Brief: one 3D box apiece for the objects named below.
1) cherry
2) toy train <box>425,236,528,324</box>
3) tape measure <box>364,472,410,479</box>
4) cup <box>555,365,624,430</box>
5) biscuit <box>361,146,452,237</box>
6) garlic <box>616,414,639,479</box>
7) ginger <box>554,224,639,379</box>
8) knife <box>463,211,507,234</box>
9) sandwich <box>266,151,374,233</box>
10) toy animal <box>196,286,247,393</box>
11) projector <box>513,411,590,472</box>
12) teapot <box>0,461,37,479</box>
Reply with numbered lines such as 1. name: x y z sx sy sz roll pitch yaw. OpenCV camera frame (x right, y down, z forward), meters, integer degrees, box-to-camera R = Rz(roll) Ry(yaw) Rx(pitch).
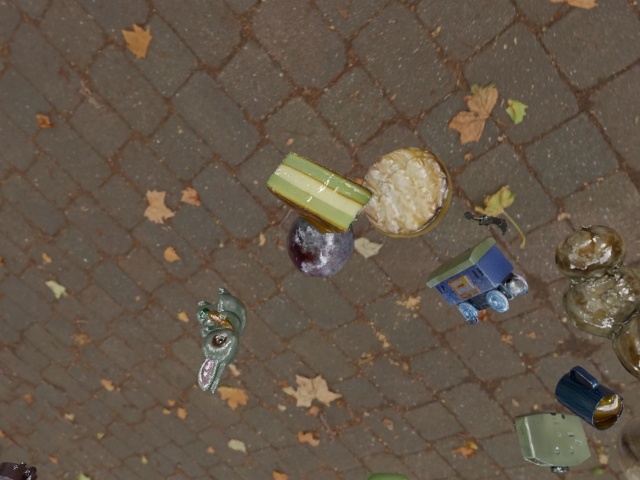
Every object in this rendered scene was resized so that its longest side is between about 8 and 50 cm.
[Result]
1. cherry: 0.002 -0.006 1.307 0.195 0.195 0.195 11 124 16
2. toy train: 0.458 0.121 1.494 0.202 0.131 0.299 50 155 6
3. tape measure: 0.069 0.333 0.517 0.175 0.200 0.106 32 120 28
4. cup: 0.759 0.432 1.444 0.113 0.138 0.150 4 102 -23
5. biscuit: 0.273 -0.149 1.622 0.296 0.102 0.296 -6 76 27
6. garlic: 0.547 0.360 0.841 0.101 0.195 0.087 -30 96 20
7. ginger: 0.610 0.152 1.003 0.176 0.375 0.256 -30 147 0
8. knife: 0.481 -0.056 1.459 0.021 0.222 0.045 44 111 46
9. sandwich: -0.005 -0.111 1.102 0.187 0.117 0.144 39 164 -12
10. toy animal: -0.235 0.240 1.227 0.127 0.251 0.125 10 131 -18
11. projector: 0.817 0.712 1.803 0.270 0.193 0.088 9 150 -22
12. teapot: -0.515 0.400 0.870 0.100 0.045 0.068 -21 124 25
